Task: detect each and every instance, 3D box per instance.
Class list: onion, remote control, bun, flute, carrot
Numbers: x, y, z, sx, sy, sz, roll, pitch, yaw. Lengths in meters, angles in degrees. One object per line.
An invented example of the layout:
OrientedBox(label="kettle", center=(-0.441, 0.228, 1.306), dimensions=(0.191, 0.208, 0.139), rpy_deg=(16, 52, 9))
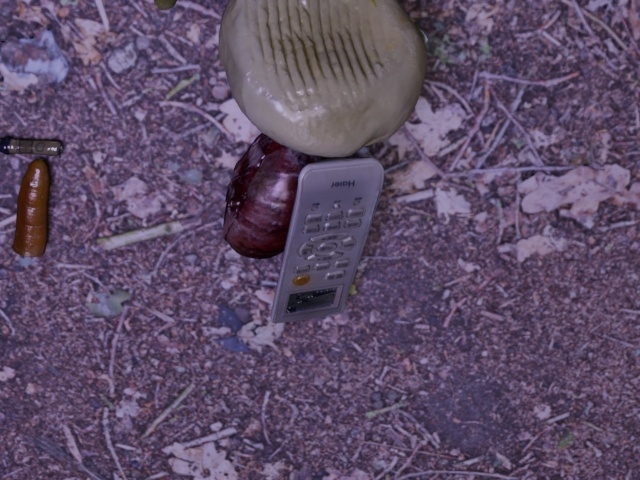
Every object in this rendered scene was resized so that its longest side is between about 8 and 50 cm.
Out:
OrientedBox(label="onion", center=(-0.052, -0.054, 1.359), dimensions=(0.151, 0.098, 0.206), rpy_deg=(16, 113, -4))
OrientedBox(label="remote control", center=(0.000, 0.000, 1.348), dimensions=(0.109, 0.055, 0.313), rpy_deg=(-8, 143, -18))
OrientedBox(label="bun", center=(-0.002, -0.212, 1.242), dimensions=(0.259, 0.160, 0.259), rpy_deg=(3, 70, -9))
OrientedBox(label="flute", center=(-0.464, -0.130, 1.376), dimensions=(0.232, 0.027, 0.027), rpy_deg=(3, 114, 1))
OrientedBox(label="carrot", center=(-0.396, -0.048, 1.403), dimensions=(0.048, 0.048, 0.139), rpy_deg=(10, 112, -3))

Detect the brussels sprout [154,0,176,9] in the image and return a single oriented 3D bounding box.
OrientedBox(label="brussels sprout", center=(-0.113, -0.448, 1.014), dimensions=(0.342, 0.361, 0.425), rpy_deg=(45, 107, 16))
